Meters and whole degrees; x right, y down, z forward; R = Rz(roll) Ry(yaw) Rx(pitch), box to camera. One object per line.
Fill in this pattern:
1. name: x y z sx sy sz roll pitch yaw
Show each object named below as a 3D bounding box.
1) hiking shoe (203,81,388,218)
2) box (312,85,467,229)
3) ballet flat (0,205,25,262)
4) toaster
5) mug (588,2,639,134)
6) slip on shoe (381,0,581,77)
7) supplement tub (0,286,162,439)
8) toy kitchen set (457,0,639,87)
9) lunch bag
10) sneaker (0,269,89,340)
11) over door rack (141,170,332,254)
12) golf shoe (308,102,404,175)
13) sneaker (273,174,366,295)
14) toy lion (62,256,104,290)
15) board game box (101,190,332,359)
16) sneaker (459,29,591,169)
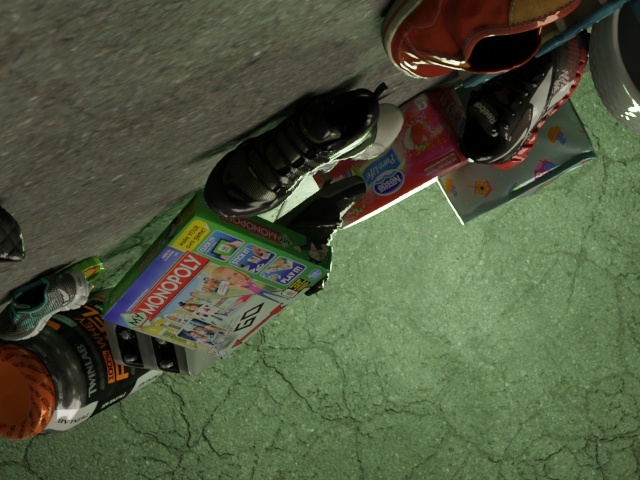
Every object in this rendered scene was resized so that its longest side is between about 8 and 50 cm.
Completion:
1. hiking shoe: -0.030 -0.109 1.042 0.227 0.086 0.114 -33 166 -19
2. box: 0.124 -0.135 1.569 0.257 0.128 0.123 -29 179 33
3. ballet flat: -0.306 0.022 0.725 0.173 0.049 0.057 -27 177 -33
4. toaster: -0.261 0.154 1.683 0.168 0.110 0.186 5 -159 25
5. mug: 0.519 -0.300 1.260 0.374 0.276 0.328 -61 175 6
6. slip on shoe: 0.129 -0.181 0.796 0.123 0.101 0.331 -30 180 -6
7. supplement tub: -0.446 0.220 1.727 0.207 0.207 0.338 -29 179 31
8. toy kitchen set: 0.271 -0.235 1.045 0.166 0.122 0.207 -27 178 -31
9. lunch bag: 0.303 -0.174 1.616 0.262 0.223 0.160 -28 179 18
10. sneaker: -0.395 0.085 1.292 0.166 0.065 0.076 -32 160 24
11. over door rack: -0.156 -0.011 1.540 0.239 0.108 0.324 -27 163 -47
12. golf shoe: 0.047 -0.142 1.258 0.176 0.069 0.086 -28 173 -24
13. sneaker: 0.000 0.000 1.477 0.227 0.130 0.087 -37 170 -15
14. toy lion: -0.346 0.052 1.369 0.096 0.034 0.100 -38 174 28
15. board game box: -0.158 0.063 1.394 0.214 0.046 0.317 22 140 -25
16. sneaker: 0.292 -0.214 1.403 0.135 0.097 0.276 -12 142 -42
